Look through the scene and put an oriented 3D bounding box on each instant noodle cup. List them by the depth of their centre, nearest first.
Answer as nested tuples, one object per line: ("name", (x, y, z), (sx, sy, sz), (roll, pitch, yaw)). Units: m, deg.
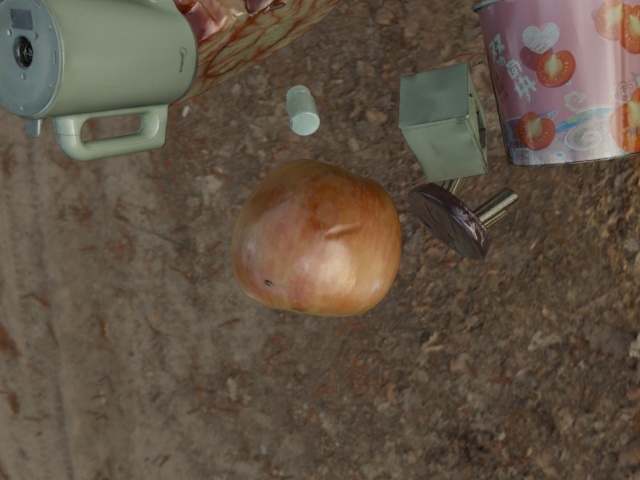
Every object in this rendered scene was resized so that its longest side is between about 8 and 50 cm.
("instant noodle cup", (0.338, -0.227, 1.038), (0.243, 0.243, 0.231), (-3, 99, 28))

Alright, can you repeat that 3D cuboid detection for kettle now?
("kettle", (-0.176, -0.139, 0.615), (0.098, 0.148, 0.126), (-21, 88, 36))

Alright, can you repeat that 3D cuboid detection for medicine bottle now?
("medicine bottle", (-0.029, -0.208, 1.210), (0.047, 0.083, 0.047), (-6, 133, -6))

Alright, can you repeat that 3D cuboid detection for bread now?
("bread", (-0.124, -0.307, 1.039), (0.114, 0.328, 0.295), (58, 159, -3))

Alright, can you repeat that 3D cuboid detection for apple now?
("apple", (0.000, 0.000, 1.721), (0.392, 0.391, 0.346), (9, 82, 24))

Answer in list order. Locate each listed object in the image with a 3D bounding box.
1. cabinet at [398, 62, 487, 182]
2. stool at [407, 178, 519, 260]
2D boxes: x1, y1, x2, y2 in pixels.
("cabinet", (0.274, -0.247, 1.634), (0.150, 0.206, 0.144), (-9, 57, 22))
("stool", (0.389, -0.092, 2.060), (0.272, 0.272, 0.178), (43, 81, 9))
